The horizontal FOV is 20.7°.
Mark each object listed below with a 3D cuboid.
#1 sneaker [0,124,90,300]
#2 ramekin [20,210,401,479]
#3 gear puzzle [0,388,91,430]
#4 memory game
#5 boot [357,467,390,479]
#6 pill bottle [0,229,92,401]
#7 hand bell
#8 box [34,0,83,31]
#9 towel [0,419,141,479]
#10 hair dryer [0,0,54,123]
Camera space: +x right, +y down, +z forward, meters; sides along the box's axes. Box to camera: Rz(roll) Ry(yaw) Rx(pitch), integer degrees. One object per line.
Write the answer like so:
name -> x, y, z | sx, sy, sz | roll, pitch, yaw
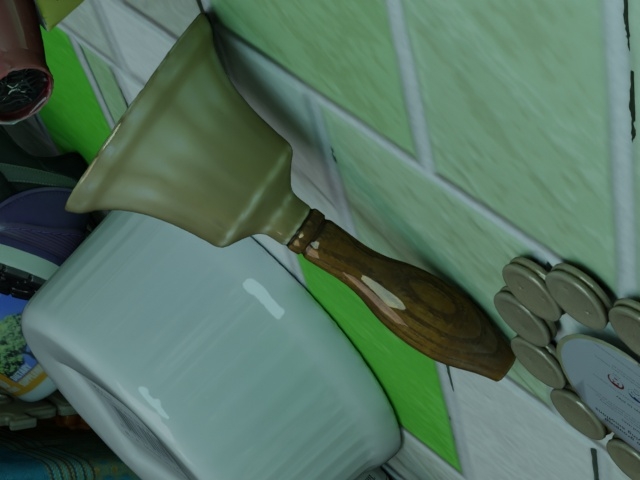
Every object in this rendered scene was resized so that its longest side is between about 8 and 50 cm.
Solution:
sneaker -> -0.304, -0.057, 1.306 | 0.283, 0.124, 0.107 | 24, 162, -26
ramekin -> -0.087, 0.100, 1.260 | 0.277, 0.135, 0.277 | 41, 163, 15
gear puzzle -> -0.268, 0.141, 1.529 | 0.175, 0.339, 0.044 | 25, 115, 50
memory game -> 0.156, 0.078, 0.842 | 0.186, 0.012, 0.186 | 40, 162, 16
boot -> 0.041, 0.266, 1.432 | 0.176, 0.088, 0.244 | 46, 160, -7
pill bottle -> -0.308, 0.003, 1.430 | 0.272, 0.152, 0.152 | 34, 168, -20
hand bell -> 0.000, 0.000, 0.928 | 0.242, 0.126, 0.126 | 35, 164, -6
box -> -0.217, -0.213, 0.981 | 0.232, 0.058, 0.087 | 36, 160, 28
towel -> -0.231, 0.184, 1.497 | 0.271, 0.370, 0.040 | 7, 97, 60
hair dryer -> -0.198, -0.189, 0.803 | 0.293, 0.080, 0.223 | 68, 166, -8
